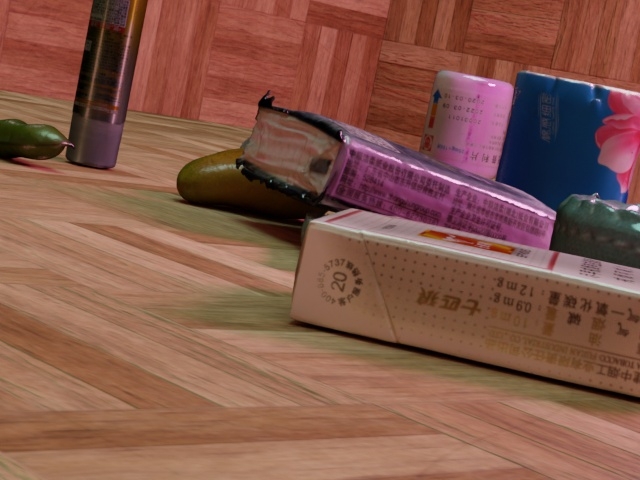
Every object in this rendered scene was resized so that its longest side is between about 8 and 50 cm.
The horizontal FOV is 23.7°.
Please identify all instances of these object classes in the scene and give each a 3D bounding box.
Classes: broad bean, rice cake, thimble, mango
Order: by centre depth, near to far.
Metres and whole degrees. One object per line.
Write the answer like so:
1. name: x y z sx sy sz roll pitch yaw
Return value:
1. thimble: 0.329 0.038 1.554 0.198 0.143 0.235 10 8 -8
2. rice cake: 0.000 0.000 1.736 0.042 0.045 0.245 13 6 -4
3. mango: -0.086 -0.081 2.106 0.227 0.099 0.136 1 15 -13
4. broad bean: -0.484 -0.151 2.205 0.318 0.056 0.098 8 11 24

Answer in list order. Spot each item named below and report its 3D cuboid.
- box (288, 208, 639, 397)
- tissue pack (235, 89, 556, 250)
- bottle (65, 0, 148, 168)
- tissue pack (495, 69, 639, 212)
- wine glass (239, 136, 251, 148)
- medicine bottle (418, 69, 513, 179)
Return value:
1. box: 0.157 0.051 1.353 0.330 0.095 0.210 13 6 9
2. tissue pack: 0.102 -0.064 1.971 0.361 0.122 0.259 20 4 -31
3. bottle: -0.323 -0.253 2.308 0.082 0.286 0.082 12 7 -1
4. tissue pack: 0.356 -0.101 2.243 0.209 0.270 0.137 15 5 20
5. wine glass: -0.091 -0.125 2.472 0.093 0.093 0.202 11 6 -3
6. medicine bottle: 0.259 -0.176 2.798 0.152 0.255 0.152 10 7 -1
